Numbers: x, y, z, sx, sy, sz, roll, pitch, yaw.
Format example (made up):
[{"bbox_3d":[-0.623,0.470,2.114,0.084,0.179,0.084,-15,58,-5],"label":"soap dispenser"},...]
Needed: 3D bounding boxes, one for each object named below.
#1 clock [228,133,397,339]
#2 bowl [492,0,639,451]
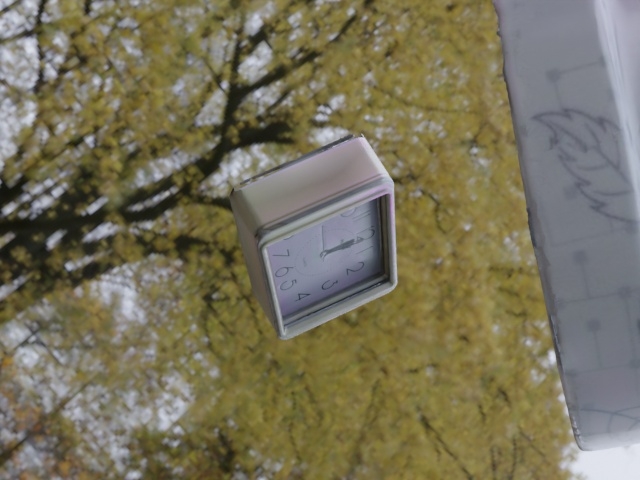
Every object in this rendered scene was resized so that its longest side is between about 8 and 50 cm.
[{"bbox_3d":[0.000,0.000,1.009,0.071,0.147,0.192,58,-14,33],"label":"clock"},{"bbox_3d":[0.182,-0.043,0.535,0.144,0.287,0.287,-11,-54,14],"label":"bowl"}]
